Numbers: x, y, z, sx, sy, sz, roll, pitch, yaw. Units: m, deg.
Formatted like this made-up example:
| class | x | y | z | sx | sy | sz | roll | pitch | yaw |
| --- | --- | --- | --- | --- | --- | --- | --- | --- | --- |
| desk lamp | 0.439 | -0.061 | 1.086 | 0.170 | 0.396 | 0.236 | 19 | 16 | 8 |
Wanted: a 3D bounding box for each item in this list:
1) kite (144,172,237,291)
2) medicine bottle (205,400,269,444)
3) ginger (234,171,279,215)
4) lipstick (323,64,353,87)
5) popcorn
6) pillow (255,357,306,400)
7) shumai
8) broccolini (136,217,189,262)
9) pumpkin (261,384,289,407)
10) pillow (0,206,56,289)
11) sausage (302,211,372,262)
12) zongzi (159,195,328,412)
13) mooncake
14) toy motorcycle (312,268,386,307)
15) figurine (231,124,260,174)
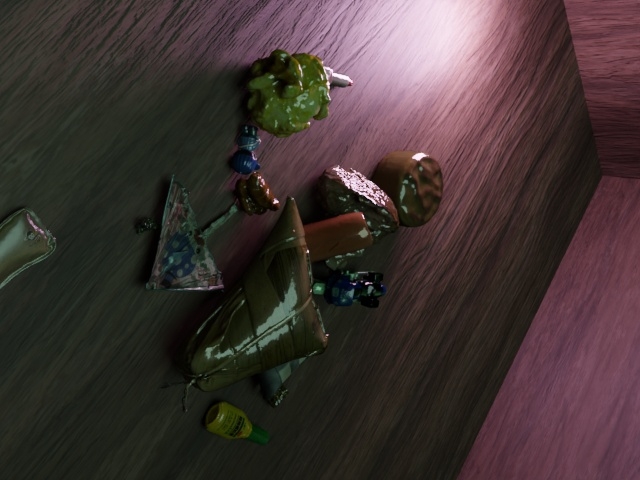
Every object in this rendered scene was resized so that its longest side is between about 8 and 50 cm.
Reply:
| class | x | y | z | sx | sy | sz | roll | pitch | yaw |
| --- | --- | --- | --- | --- | --- | --- | --- | --- | --- |
| kite | -0.335 | 0.011 | 1.539 | 0.368 | 0.014 | 0.406 | -49 | 138 | -36 |
| medicine bottle | -0.249 | 0.572 | 1.781 | 0.260 | 0.064 | 0.095 | 45 | 68 | -44 |
| ginger | -0.185 | -0.119 | 1.640 | 0.162 | 0.103 | 0.073 | 57 | 24 | -49 |
| lipstick | 0.041 | -0.504 | 1.810 | 0.186 | 0.057 | 0.063 | -5 | 104 | -51 |
| popcorn | -0.084 | -0.405 | 1.604 | 0.256 | 0.195 | 0.255 | -52 | 129 | 1 |
| pillow | -0.121 | 0.357 | 1.826 | 0.250 | 0.106 | 0.186 | -41 | 127 | -37 |
| shumai | 0.087 | -0.067 | 1.931 | 0.346 | 0.217 | 0.283 | 22 | 117 | -35 |
| broccolini | -0.396 | -0.005 | 1.491 | 0.194 | 0.054 | 0.052 | 44 | 49 | -45 |
| pumpkin | -0.145 | 0.496 | 1.878 | 0.074 | 0.054 | 0.083 | -46 | 135 | -23 |
| pillow | -0.670 | 0.034 | 1.216 | 0.217 | 0.033 | 0.130 | -43 | 127 | -30 |
| sausage | -0.001 | 0.000 | 1.760 | 0.304 | 0.121 | 0.121 | -14 | 117 | 0 |
| zongzi | -0.249 | 0.154 | 1.581 | 0.500 | 0.218 | 0.466 | -16 | 100 | -29 |
| mooncake | 0.324 | -0.188 | 2.116 | 0.284 | 0.155 | 0.284 | -12 | 107 | -44 |
| toy motorcycle | 0.084 | 0.159 | 1.923 | 0.331 | 0.196 | 0.125 | 6 | 96 | -46 |
| figurine | -0.203 | -0.250 | 1.603 | 0.079 | 0.077 | 0.136 | -65 | 161 | -77 |
